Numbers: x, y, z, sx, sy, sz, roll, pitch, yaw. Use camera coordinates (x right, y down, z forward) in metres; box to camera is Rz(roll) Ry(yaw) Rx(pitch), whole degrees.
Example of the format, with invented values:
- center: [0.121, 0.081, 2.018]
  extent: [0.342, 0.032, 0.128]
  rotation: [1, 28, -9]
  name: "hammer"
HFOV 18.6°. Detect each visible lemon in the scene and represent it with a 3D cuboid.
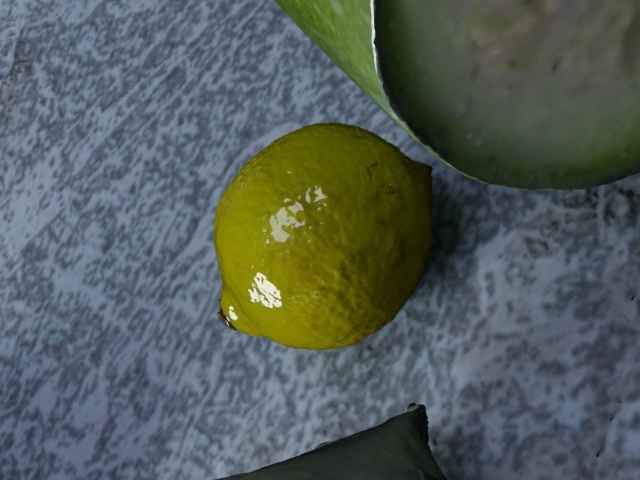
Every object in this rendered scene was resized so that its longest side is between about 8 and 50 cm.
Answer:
- center: [0.000, 0.000, 0.982]
  extent: [0.133, 0.109, 0.109]
  rotation: [-40, 44, 6]
  name: "lemon"

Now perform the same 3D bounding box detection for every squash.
- center: [0.055, -0.223, 0.950]
  extent: [0.263, 0.263, 0.384]
  rotation: [-50, 42, 10]
  name: "squash"

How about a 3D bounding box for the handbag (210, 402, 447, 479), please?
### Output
- center: [0.029, 0.176, 0.839]
  extent: [0.182, 0.117, 0.270]
  rotation: [-17, 41, -15]
  name: "handbag"
